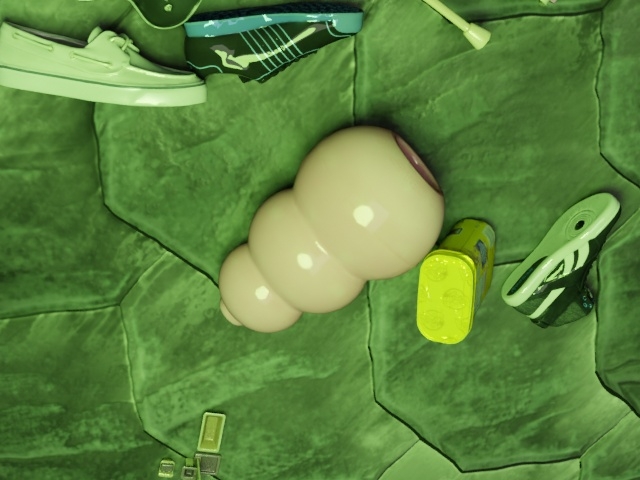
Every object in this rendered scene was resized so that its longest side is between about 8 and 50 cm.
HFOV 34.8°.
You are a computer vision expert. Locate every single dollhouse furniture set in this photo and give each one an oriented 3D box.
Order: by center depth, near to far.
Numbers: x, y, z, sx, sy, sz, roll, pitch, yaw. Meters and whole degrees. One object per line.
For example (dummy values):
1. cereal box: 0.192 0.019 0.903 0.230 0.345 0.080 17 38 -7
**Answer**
1. dollhouse furniture set: -0.183 0.312 1.494 0.091 0.081 0.114 8 109 -12

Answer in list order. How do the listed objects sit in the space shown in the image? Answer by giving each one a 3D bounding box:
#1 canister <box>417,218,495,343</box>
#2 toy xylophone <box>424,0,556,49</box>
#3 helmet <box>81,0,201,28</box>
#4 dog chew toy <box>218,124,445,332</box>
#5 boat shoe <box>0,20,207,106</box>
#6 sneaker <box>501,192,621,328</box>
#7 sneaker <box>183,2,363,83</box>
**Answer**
1. canister: 0.190 0.051 1.406 0.073 0.170 0.126 9 112 19
2. toy xylophone: 0.192 -0.397 1.290 0.322 0.081 0.236 38 100 -20
3. helmet: -0.219 -0.341 1.204 0.161 0.169 0.169 28 104 -34
4. dog chew toy: 0.000 0.000 1.353 0.332 0.206 0.206 -38 112 15
5. boat shoe: -0.271 -0.222 1.272 0.267 0.096 0.088 9 105 4
6. sneaker: 0.377 0.037 1.490 0.121 0.079 0.217 36 109 -22
7. sneaker: -0.058 -0.251 1.310 0.232 0.081 0.090 -5 114 0
